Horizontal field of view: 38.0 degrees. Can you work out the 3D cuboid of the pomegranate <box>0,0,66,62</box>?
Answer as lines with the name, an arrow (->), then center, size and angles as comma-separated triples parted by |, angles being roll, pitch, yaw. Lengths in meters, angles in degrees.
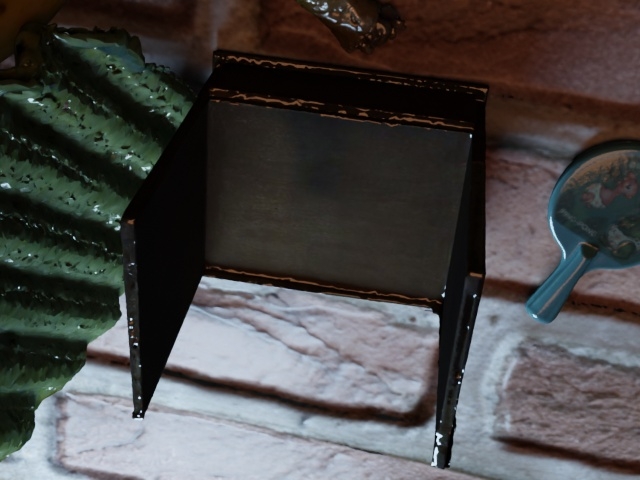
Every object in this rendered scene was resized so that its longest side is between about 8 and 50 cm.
pomegranate -> -0.329, -0.277, 0.563 | 0.416, 0.417, 0.417 | 4, 122, 7

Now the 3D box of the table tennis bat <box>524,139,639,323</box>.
table tennis bat -> 0.255, -0.002, 0.862 | 0.124, 0.033, 0.201 | 27, 117, -6

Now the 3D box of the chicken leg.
chicken leg -> -0.017, -0.227, 0.740 | 0.125, 0.080, 0.196 | -21, 117, 6

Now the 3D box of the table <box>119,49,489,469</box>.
table -> 0.000, 0.000, 0.753 | 0.250, 0.282, 0.196 | 9, 123, 4

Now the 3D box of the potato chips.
potato chips -> -0.200, 0.019, 0.707 | 0.070, 0.429, 0.359 | 22, 89, 7
